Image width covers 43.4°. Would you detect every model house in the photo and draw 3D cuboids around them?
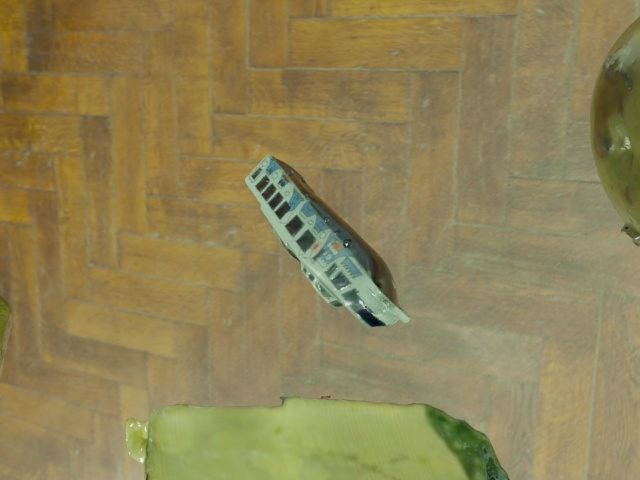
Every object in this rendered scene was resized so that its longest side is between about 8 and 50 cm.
[{"bbox_3d":[-0.015,0.310,0.700,0.321,0.261,0.266,3,131,-12],"label":"model house"}]

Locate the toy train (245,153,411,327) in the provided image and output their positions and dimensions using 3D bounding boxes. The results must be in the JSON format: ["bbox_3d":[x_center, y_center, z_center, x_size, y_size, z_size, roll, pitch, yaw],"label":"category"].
[{"bbox_3d":[0.000,0.000,0.557,0.047,0.043,0.207,-46,36,4],"label":"toy train"}]

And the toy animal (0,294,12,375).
[{"bbox_3d":[-0.531,0.131,0.896,0.362,0.181,0.181,2,117,-7],"label":"toy animal"}]

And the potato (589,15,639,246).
[{"bbox_3d":[0.236,-0.052,0.390,0.262,0.164,0.165,-134,41,-67],"label":"potato"}]
